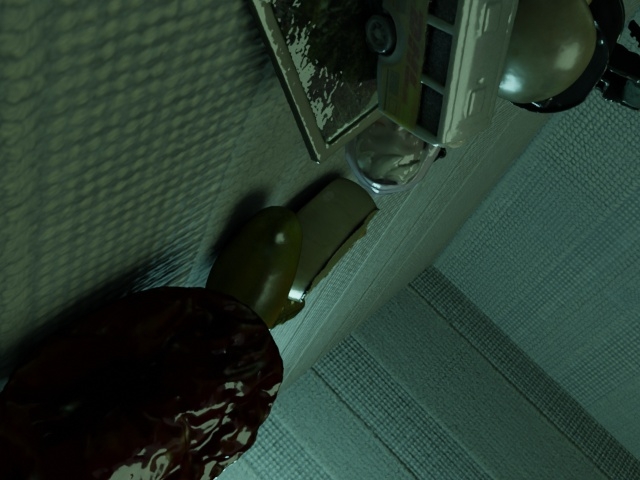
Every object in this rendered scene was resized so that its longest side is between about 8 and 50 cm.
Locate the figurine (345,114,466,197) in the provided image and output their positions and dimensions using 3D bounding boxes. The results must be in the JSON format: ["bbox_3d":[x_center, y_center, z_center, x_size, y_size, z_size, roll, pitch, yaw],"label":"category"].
[{"bbox_3d":[0.118,-0.192,1.056,0.133,0.200,0.276,-72,179,-81],"label":"figurine"}]

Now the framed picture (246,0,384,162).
[{"bbox_3d":[0.082,-0.258,0.787,0.324,0.020,0.240,-39,141,-14],"label":"framed picture"}]

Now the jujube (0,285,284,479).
[{"bbox_3d":[-0.231,0.212,0.957,0.377,0.276,0.276,-27,158,-49],"label":"jujube"}]

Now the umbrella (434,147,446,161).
[{"bbox_3d":[0.192,-0.196,1.355,0.154,0.128,0.336,-29,172,-10],"label":"umbrella"}]

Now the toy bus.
[{"bbox_3d":[0.123,-0.262,0.695,0.097,0.138,0.343,-22,137,-27],"label":"toy bus"}]

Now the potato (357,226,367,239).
[{"bbox_3d":[0.068,-0.019,1.648,0.083,0.062,0.068,-8,180,-23],"label":"potato"}]

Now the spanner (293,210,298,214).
[{"bbox_3d":[-0.082,0.011,1.376,0.046,0.012,0.208,-35,164,-42],"label":"spanner"}]

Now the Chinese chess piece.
[{"bbox_3d":[0.000,0.000,1.350,0.250,0.103,0.250,-48,173,-8],"label":"Chinese chess piece"}]

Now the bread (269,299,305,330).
[{"bbox_3d":[-0.112,0.142,1.525,0.087,0.098,0.269,-5,-174,25],"label":"bread"}]

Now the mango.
[{"bbox_3d":[-0.103,0.053,1.173,0.146,0.129,0.289,-14,144,-49],"label":"mango"}]

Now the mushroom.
[{"bbox_3d":[0.292,-0.301,1.001,0.204,0.204,0.204,-43,167,-12],"label":"mushroom"}]

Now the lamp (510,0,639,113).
[{"bbox_3d":[0.413,-0.369,1.300,0.272,0.374,0.205,-79,-171,-47],"label":"lamp"}]
